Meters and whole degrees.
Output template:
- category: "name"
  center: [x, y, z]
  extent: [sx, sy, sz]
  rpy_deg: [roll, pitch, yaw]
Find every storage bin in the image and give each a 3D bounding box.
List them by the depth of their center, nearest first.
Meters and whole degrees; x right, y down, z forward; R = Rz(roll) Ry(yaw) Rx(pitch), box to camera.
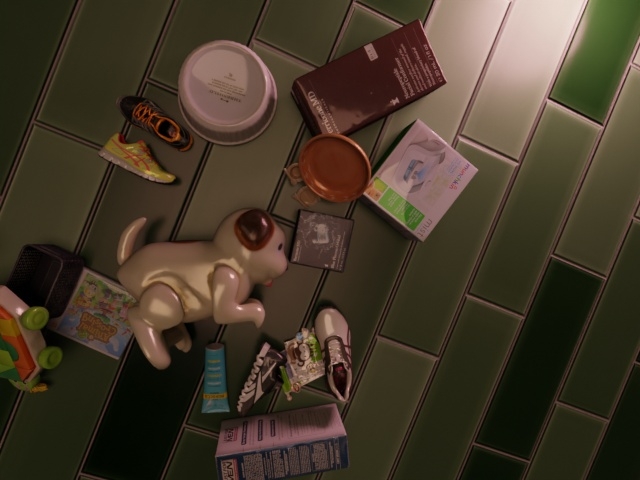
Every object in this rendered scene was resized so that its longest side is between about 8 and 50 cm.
- category: "storage bin"
  center: [-0.725, 0.108, 1.062]
  extent: [0.122, 0.084, 0.180]
  rpy_deg: [24, 90, 6]

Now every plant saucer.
- category: "plant saucer"
  center: [0.039, -0.193, 1.077]
  extent: [0.200, 0.037, 0.199]
  rpy_deg: [14, 131, 17]

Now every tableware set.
- category: "tableware set"
  center: [-0.014, -0.174, 1.152]
  extent: [0.169, 0.020, 0.141]
  rpy_deg: [-24, 115, 11]

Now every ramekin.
- category: "ramekin"
  center: [-0.249, -0.398, 1.083]
  extent: [0.274, 0.127, 0.272]
  rpy_deg: [-1, 94, -8]

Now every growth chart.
- category: "growth chart"
  center: [-0.034, 0.350, 1.221]
  extent: [0.238, 0.021, 0.171]
  rpy_deg: [-29, 96, -6]

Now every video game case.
- category: "video game case"
  center: [-0.613, 0.201, 1.128]
  extent: [0.213, 0.023, 0.193]
  rpy_deg: [28, 90, -9]

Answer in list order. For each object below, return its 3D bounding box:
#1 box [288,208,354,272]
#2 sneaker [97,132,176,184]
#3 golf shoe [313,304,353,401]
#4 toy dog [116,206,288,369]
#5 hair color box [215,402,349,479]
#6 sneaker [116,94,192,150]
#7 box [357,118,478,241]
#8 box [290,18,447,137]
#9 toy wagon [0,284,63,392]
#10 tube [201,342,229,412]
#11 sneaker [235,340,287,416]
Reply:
- category: "box"
  center: [0.000, 0.000, 1.165]
  extent: [0.159, 0.093, 0.155]
  rpy_deg: [11, 93, -7]
- category: "sneaker"
  center: [-0.479, -0.219, 1.088]
  extent: [0.209, 0.081, 0.094]
  rpy_deg: [27, 88, -8]
- category: "golf shoe"
  center: [0.049, 0.320, 1.162]
  extent: [0.106, 0.120, 0.272]
  rpy_deg: [-12, 93, -5]
- category: "toy dog"
  center: [-0.276, 0.073, 1.068]
  extent: [0.408, 0.284, 0.395]
  rpy_deg: [-30, 79, -6]
- category: "hair color box"
  center: [-0.107, 0.574, 1.149]
  extent: [0.348, 0.174, 0.105]
  rpy_deg: [-5, 96, -7]
- category: "sneaker"
  center: [-0.444, -0.323, 1.085]
  extent: [0.215, 0.083, 0.084]
  rpy_deg: [30, 91, -8]
- category: "box"
  center: [0.268, -0.166, 1.175]
  extent: [0.231, 0.127, 0.261]
  rpy_deg: [39, 88, -7]
- category: "box"
  center: [0.129, -0.426, 1.130]
  extent: [0.382, 0.143, 0.191]
  rpy_deg: [-29, 99, -3]
- category: "toy wagon"
  center: [-0.785, 0.265, 1.024]
  extent: [0.268, 0.068, 0.343]
  rpy_deg: [5, 115, 16]
- category: "tube"
  center: [-0.305, 0.403, 1.177]
  extent: [0.080, 0.052, 0.206]
  rpy_deg: [1, 100, -1]
- category: "sneaker"
  center: [-0.164, 0.414, 1.165]
  extent: [0.106, 0.078, 0.234]
  rpy_deg: [23, 96, 3]
